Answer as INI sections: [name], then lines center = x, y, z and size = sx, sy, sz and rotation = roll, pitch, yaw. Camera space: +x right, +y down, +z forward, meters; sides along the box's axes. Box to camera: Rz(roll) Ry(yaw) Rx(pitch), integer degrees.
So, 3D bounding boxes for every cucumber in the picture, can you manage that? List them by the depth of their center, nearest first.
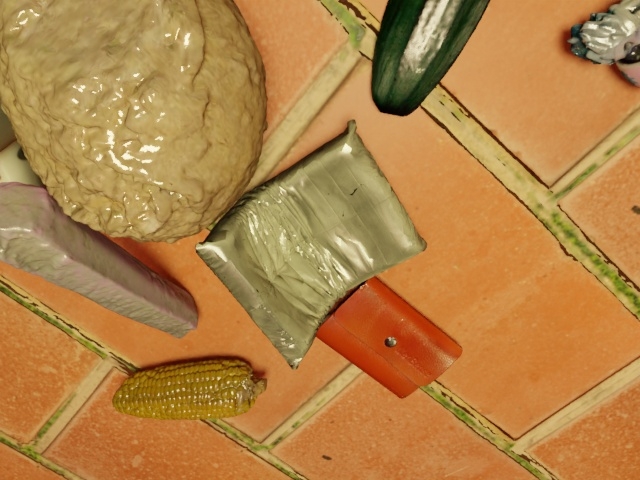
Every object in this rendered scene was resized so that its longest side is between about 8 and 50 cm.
[cucumber]
center = 0.133, -0.258, 0.480
size = 0.115, 0.063, 0.244
rotation = 19, 114, -4

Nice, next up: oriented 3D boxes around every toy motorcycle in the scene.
[toy motorcycle]
center = 0.373, -0.256, 0.438
size = 0.203, 0.108, 0.239
rotation = -9, 112, 7

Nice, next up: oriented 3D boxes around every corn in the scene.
[corn]
center = -0.215, 0.250, 0.695
size = 0.261, 0.097, 0.097
rotation = -8, 112, 8

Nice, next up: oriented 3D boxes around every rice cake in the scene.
[rice cake]
center = -0.251, 0.051, 0.528
size = 0.056, 0.073, 0.365
rotation = -19, 149, 4

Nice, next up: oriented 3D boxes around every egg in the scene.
[egg]
center = -0.181, -0.154, 0.430
size = 0.279, 0.279, 0.311
rotation = -21, 84, 12

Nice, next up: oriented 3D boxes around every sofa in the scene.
[sofa]
center = 0.000, 0.000, 0.531
size = 0.225, 0.176, 0.210
rotation = -29, 108, 15

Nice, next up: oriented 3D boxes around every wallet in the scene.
[wallet]
center = 0.104, 0.158, 0.662
size = 0.204, 0.045, 0.142
rotation = 39, 109, -13

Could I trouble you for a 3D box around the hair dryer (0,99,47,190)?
[hair dryer]
center = -0.394, -0.076, 0.537
size = 0.128, 0.203, 0.362
rotation = 3, 130, -1
